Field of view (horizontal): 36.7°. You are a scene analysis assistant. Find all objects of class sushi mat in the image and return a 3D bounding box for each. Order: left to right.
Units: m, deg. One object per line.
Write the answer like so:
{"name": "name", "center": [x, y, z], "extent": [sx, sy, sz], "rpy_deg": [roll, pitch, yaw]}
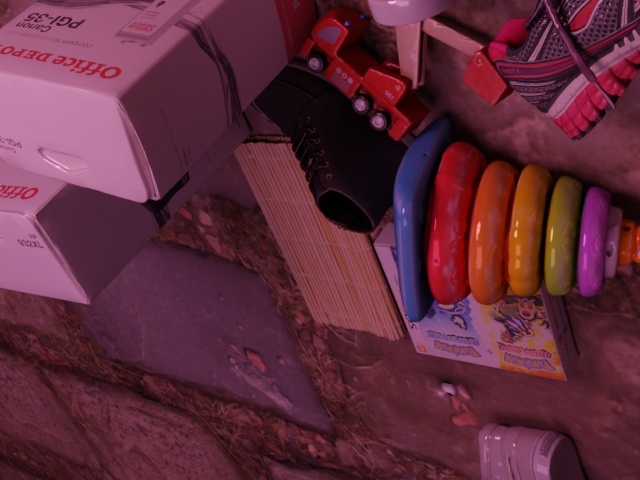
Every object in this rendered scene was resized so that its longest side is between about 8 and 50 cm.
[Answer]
{"name": "sushi mat", "center": [0.000, 0.000, 1.218], "extent": [0.151, 0.019, 0.317], "rpy_deg": [7, 135, 37]}

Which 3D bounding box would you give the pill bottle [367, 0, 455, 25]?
{"name": "pill bottle", "center": [0.052, -0.278, 0.780], "extent": [0.108, 0.108, 0.193], "rpy_deg": [7, 135, 36]}

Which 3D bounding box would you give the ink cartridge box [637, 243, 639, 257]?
{"name": "ink cartridge box", "center": [0.404, -0.013, 0.766], "extent": [0.189, 0.066, 0.232], "rpy_deg": [37, 133, 0]}

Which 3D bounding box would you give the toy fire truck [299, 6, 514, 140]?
{"name": "toy fire truck", "center": [0.082, -0.171, 0.915], "extent": [0.192, 0.047, 0.135], "rpy_deg": [44, 130, 8]}

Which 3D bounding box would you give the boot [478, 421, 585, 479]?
{"name": "boot", "center": [0.294, 0.348, 1.304], "extent": [0.123, 0.095, 0.258], "rpy_deg": [8, 127, 44]}

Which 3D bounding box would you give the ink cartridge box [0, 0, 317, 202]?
{"name": "ink cartridge box", "center": [-0.164, -0.184, 0.924], "extent": [0.207, 0.283, 0.117], "rpy_deg": [15, 139, 29]}

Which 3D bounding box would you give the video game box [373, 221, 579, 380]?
{"name": "video game box", "center": [0.180, 0.070, 1.115], "extent": [0.205, 0.048, 0.187], "rpy_deg": [6, 137, 37]}

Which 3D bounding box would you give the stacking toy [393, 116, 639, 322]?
{"name": "stacking toy", "center": [0.228, -0.006, 0.924], "extent": [0.301, 0.175, 0.166], "rpy_deg": [6, 130, 18]}

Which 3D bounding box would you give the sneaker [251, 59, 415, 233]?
{"name": "sneaker", "center": [-0.006, -0.104, 1.017], "extent": [0.222, 0.118, 0.083], "rpy_deg": [31, 145, 10]}

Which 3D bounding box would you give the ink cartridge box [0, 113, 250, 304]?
{"name": "ink cartridge box", "center": [-0.264, -0.083, 1.103], "extent": [0.223, 0.307, 0.129], "rpy_deg": [5, 133, 38]}

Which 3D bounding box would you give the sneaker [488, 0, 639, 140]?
{"name": "sneaker", "center": [0.224, -0.191, 0.717], "extent": [0.112, 0.121, 0.299], "rpy_deg": [38, 146, 4]}
